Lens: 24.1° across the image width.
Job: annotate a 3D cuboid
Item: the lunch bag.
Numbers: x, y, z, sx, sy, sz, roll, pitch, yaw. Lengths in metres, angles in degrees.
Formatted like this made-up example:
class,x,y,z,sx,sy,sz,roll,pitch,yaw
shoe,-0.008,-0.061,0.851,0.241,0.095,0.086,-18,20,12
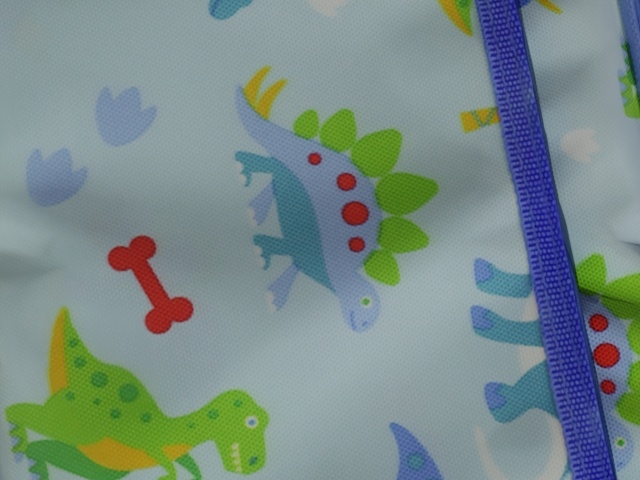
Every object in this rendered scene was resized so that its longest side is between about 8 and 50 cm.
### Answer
class,x,y,z,sx,sy,sz,roll,pitch,yaw
lunch bag,0.000,0.000,0.350,0.090,0.176,0.219,125,-44,-80
